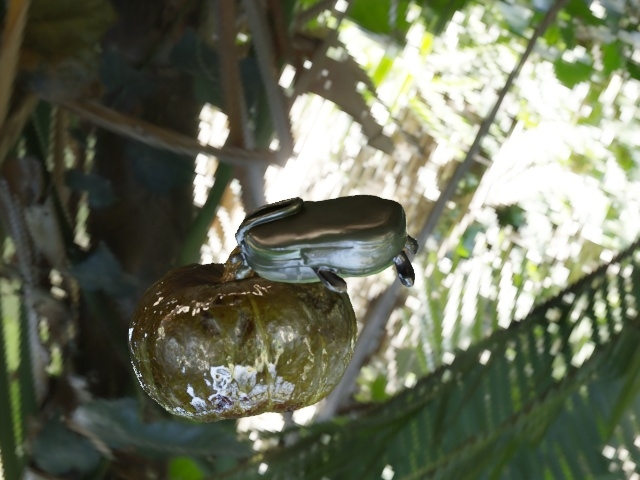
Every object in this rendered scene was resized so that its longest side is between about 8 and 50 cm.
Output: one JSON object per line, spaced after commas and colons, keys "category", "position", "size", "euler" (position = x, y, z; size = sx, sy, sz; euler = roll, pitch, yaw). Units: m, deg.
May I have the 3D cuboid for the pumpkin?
{"category": "pumpkin", "position": [-0.072, 0.076, 1.151], "size": [0.219, 0.162, 0.219], "euler": [-2, -169, 0]}

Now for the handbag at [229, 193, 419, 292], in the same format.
{"category": "handbag", "position": [0.000, 0.000, 0.722], "size": [0.111, 0.047, 0.072], "euler": [-3, -149, 12]}
